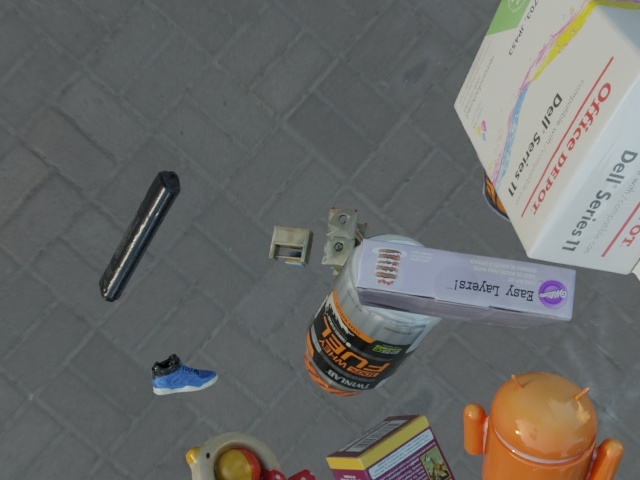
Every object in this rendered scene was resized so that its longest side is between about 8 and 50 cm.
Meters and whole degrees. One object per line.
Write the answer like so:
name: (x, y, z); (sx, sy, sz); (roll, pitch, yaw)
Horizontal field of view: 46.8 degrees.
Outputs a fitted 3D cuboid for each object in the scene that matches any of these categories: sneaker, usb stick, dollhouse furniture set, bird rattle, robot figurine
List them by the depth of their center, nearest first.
robot figurine: (0.268, 0.252, 0.905); (0.128, 0.158, 0.219); (-19, 126, -24)
bird rattle: (-0.119, 0.414, 1.248); (0.253, 0.143, 0.207); (-12, 62, -36)
usb stick: (-0.337, -0.006, 1.373); (0.045, 0.077, 0.278); (21, 114, -32)
dollhouse furniture set: (0.000, 0.000, 1.658); (0.184, 0.129, 0.129); (6, 78, 15)
sneaker: (-0.320, 0.307, 1.735); (0.152, 0.058, 0.084); (-7, 107, -8)
sneaker: (0.456, -0.204, 1.824); (0.125, 0.180, 0.321); (-12, 55, -2)

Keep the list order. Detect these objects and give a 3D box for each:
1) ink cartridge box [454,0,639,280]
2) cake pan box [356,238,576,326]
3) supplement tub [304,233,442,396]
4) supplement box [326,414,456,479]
ink cartridge box: (0.256, -0.114, 0.696); (0.119, 0.353, 0.207); (9, 127, -15)
cake pan box: (0.180, 0.065, 0.968); (0.267, 0.246, 0.070); (8, 83, 7)
supplement tub: (0.090, 0.149, 1.350); (0.194, 0.316, 0.193); (11, 50, -14)
supplement box: (0.050, 0.154, 0.443); (0.055, 0.043, 0.083); (-23, 88, -31)
